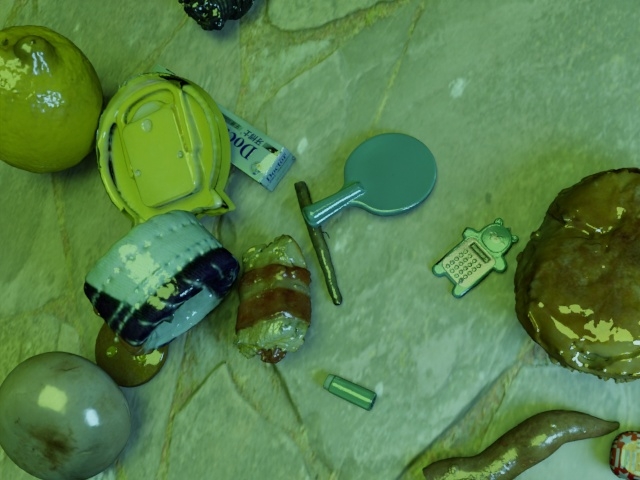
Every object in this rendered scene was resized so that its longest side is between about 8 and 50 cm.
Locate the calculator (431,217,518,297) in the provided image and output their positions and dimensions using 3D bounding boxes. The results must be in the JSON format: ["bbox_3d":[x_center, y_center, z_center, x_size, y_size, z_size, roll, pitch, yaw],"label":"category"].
[{"bbox_3d":[0.250,0.025,0.973,0.141,0.019,0.094,-41,66,2],"label":"calculator"}]

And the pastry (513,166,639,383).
[{"bbox_3d":[0.407,0.052,0.846,0.255,0.162,0.311,32,75,31],"label":"pastry"}]

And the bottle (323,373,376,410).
[{"bbox_3d":[0.046,0.239,0.963,0.083,0.030,0.030,20,81,20],"label":"bottle"}]

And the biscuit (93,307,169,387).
[{"bbox_3d":[-0.331,0.143,1.093,0.179,0.039,0.236,1,77,14],"label":"biscuit"}]

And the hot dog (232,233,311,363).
[{"bbox_3d":[-0.075,0.097,1.004,0.146,0.103,0.213,-12,59,34],"label":"hot dog"}]

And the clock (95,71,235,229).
[{"bbox_3d":[-0.280,-0.155,1.106,0.277,0.071,0.294,-10,93,25],"label":"clock"}]

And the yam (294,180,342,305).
[{"bbox_3d":[-0.001,0.001,1.046,0.029,0.027,0.234,-12,70,-20],"label":"yam"}]

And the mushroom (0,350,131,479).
[{"bbox_3d":[-0.422,0.288,1.013,0.226,0.178,0.227,6,110,18],"label":"mushroom"}]

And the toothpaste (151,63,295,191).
[{"bbox_3d":[-0.201,-0.216,1.140,0.336,0.067,0.081,35,89,21],"label":"toothpaste"}]

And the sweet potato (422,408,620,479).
[{"bbox_3d":[0.284,0.297,0.866,0.281,0.059,0.067,-28,78,8],"label":"sweet potato"}]

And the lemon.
[{"bbox_3d":[-0.525,-0.260,1.122,0.245,0.320,0.245,9,61,-16],"label":"lemon"}]

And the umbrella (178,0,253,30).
[{"bbox_3d":[-0.132,-0.553,1.185,0.336,0.128,0.154,-40,67,-1],"label":"umbrella"}]

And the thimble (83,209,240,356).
[{"bbox_3d":[-0.245,0.064,0.978,0.237,0.237,0.150,-42,82,1],"label":"thimble"}]

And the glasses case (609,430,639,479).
[{"bbox_3d":[0.492,0.303,0.812,0.194,0.049,0.073,10,76,18],"label":"glasses case"}]

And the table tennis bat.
[{"bbox_3d":[0.081,-0.094,1.032,0.244,0.040,0.153,-30,68,-4],"label":"table tennis bat"}]
